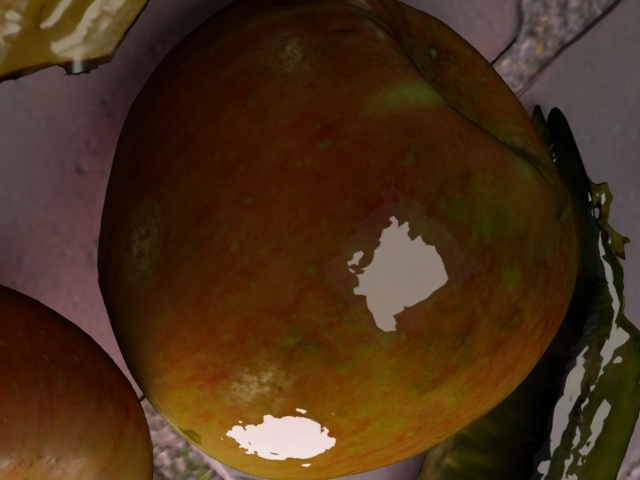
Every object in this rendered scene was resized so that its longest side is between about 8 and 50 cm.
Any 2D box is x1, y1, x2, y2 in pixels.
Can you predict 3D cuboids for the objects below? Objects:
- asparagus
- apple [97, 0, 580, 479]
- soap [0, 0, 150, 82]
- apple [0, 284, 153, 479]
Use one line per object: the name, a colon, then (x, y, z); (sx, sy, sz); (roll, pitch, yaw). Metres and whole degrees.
asparagus: (0.127, 0.114, 1.078); (0.108, 0.128, 0.382); (-18, 126, -66)
apple: (0.000, 0.000, 0.910); (0.246, 0.246, 0.226); (31, 113, -37)
soap: (-0.135, -0.172, 0.811); (0.160, 0.080, 0.257); (33, 93, -35)
apple: (-0.201, 0.111, 0.849); (0.235, 0.173, 0.210); (13, 106, -45)
